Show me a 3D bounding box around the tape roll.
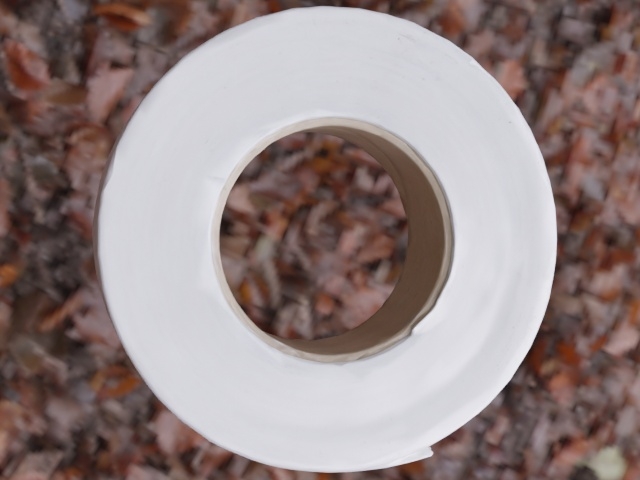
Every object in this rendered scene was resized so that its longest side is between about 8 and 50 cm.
[{"bbox_3d":[0.000,0.000,0.957,0.286,0.100,0.286,0,91,-11],"label":"tape roll"}]
